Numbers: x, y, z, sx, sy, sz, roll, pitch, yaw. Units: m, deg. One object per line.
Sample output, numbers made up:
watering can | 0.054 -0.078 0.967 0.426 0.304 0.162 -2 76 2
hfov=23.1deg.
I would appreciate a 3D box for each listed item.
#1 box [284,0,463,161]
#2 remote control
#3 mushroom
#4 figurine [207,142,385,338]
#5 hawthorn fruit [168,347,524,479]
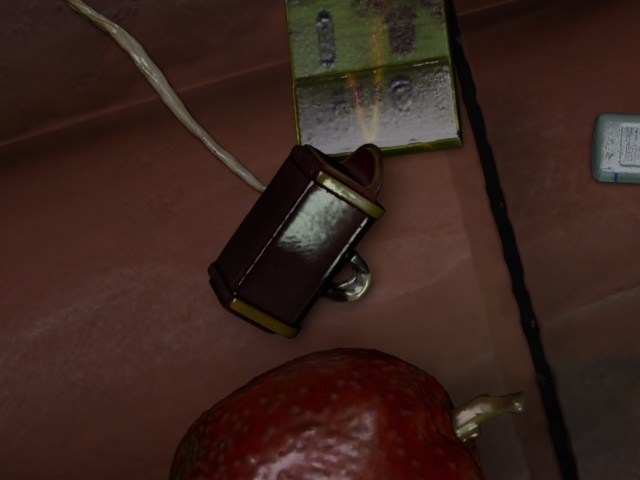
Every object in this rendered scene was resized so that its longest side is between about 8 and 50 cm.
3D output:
box | 0.036 -0.157 1.172 0.121 0.030 0.193 -8 77 10
remote control | 0.256 -0.064 1.115 0.124 0.018 0.053 3 79 12
mushroom | -0.115 -0.113 1.199 0.286 0.026 0.028 40 73 17
figurine | 0.000 -0.001 1.122 0.098 0.082 0.154 35 96 -18
hawthorn fruit | 0.024 0.167 1.032 0.253 0.205 0.205 -28 75 -2
